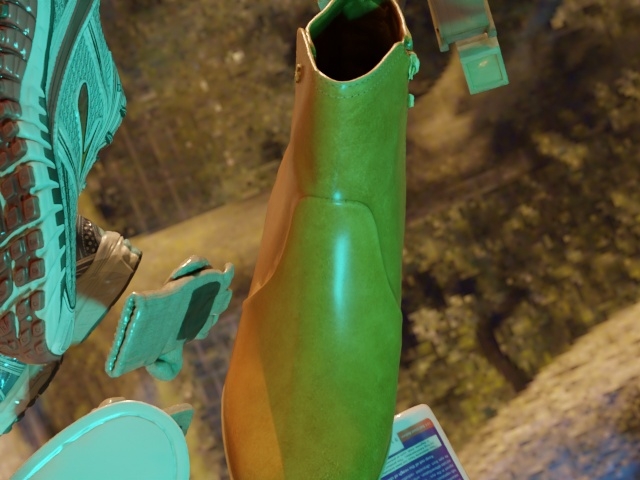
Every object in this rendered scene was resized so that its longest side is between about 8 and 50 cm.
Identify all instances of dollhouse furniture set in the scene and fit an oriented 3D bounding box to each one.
[{"bbox_3d":[0.085,-0.229,1.469,0.182,0.161,0.101,65,12,-50],"label":"dollhouse furniture set"}]

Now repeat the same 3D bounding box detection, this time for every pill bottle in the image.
[{"bbox_3d":[0.099,0.260,1.373,0.193,0.108,0.108,61,-4,11],"label":"pill bottle"}]

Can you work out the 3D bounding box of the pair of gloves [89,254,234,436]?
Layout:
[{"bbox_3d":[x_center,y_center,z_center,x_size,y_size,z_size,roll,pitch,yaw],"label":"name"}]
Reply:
[{"bbox_3d":[-0.154,0.125,1.277,0.204,0.042,0.240,-29,141,-65],"label":"pair of gloves"}]

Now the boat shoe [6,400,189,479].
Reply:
[{"bbox_3d":[-0.183,0.241,0.935,0.116,0.319,0.099,27,-1,-3],"label":"boat shoe"}]

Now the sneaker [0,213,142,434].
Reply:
[{"bbox_3d":[-0.295,0.087,1.384,0.122,0.283,0.110,38,5,-6],"label":"sneaker"}]

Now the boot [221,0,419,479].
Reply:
[{"bbox_3d":[0.001,0.000,0.846,0.295,0.104,0.211,-82,177,-48],"label":"boot"}]

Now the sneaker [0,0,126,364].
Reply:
[{"bbox_3d":[-0.136,-0.050,0.742,0.093,0.088,0.225,5,82,-47],"label":"sneaker"}]
